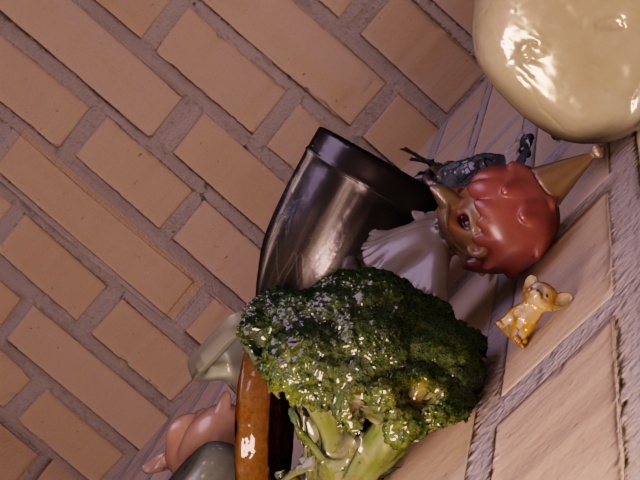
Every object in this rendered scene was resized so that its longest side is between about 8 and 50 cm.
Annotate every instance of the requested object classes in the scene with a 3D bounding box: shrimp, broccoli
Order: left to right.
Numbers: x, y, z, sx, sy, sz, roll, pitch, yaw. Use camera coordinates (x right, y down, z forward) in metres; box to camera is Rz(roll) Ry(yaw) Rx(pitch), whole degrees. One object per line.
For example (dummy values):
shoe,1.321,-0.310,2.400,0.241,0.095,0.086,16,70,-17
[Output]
broccoli,0.038,0.167,1.515,0.321,0.304,0.283,-63,-16,-78
shrimp,0.193,-0.080,2.293,0.372,0.172,0.137,-26,-14,39

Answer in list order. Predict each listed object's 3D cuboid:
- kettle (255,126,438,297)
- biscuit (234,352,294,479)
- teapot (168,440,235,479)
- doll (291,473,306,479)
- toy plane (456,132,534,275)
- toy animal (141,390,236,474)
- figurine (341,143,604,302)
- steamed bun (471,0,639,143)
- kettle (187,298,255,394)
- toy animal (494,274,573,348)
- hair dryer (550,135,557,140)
kettle,0.000,0.000,2.088,0.324,0.228,0.321,-61,31,6
biscuit,-0.081,0.239,1.873,0.367,0.063,0.314,29,-119,-84
teapot,-0.184,0.425,2.113,0.193,0.129,0.294,-48,7,18
doll,-0.019,0.342,1.669,0.195,0.062,0.104,-30,62,60
toy plane,0.243,-0.041,1.974,0.204,0.103,0.316,-46,6,30
toy animal,-0.204,0.386,2.413,0.250,0.166,0.154,-37,30,55
figurine,0.200,-0.017,1.709,0.387,0.166,0.207,-31,22,25
steamed bun,0.374,-0.320,1.793,0.334,0.312,0.233,-45,4,17
kettle,-0.054,0.172,2.333,0.265,0.205,0.318,-43,0,-43
toy animal,0.241,0.080,1.466,0.083,0.060,0.081,-49,-31,2
hair dryer,0.405,-0.201,2.188,0.063,0.037,0.114,-44,15,34
